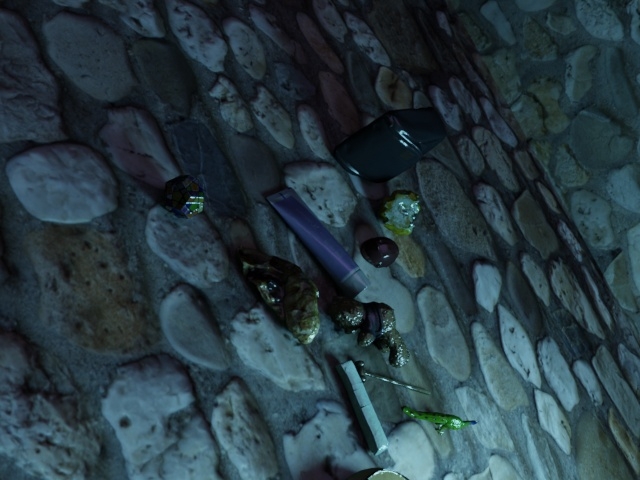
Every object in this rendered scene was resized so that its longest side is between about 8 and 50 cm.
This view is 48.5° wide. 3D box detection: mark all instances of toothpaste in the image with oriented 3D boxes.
[{"bbox_3d":[0.000,0.000,2.000,0.371,0.080,0.125,51,38,5],"label":"toothpaste"}]

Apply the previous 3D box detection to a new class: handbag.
[{"bbox_3d":[0.224,-0.296,2.282,0.275,0.302,0.177,-24,87,-49],"label":"handbag"}]

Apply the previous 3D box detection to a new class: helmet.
[{"bbox_3d":[0.190,0.030,2.172,0.123,0.070,0.098,9,56,-43],"label":"helmet"}]

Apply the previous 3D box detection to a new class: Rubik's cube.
[{"bbox_3d":[-0.330,-0.106,1.718,0.093,0.111,0.111,3,56,-14],"label":"Rubik's cube"}]

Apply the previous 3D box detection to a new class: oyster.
[{"bbox_3d":[-0.101,0.117,1.796,0.294,0.094,0.166,41,47,-6],"label":"oyster"}]

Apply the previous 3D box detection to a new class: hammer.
[{"bbox_3d":[0.204,0.391,1.948,0.292,0.029,0.058,24,48,-35],"label":"hammer"}]

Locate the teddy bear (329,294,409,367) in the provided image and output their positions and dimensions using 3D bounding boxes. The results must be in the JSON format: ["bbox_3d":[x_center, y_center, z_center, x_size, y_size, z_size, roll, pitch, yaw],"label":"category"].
[{"bbox_3d":[0.143,0.225,1.926,0.251,0.129,0.182,32,6,-19],"label":"teddy bear"}]

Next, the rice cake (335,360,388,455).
[{"bbox_3d":[0.106,0.423,1.805,0.045,0.042,0.245,-9,67,-37],"label":"rice cake"}]

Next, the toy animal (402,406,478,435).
[{"bbox_3d":[0.323,0.501,1.965,0.217,0.075,0.041,11,45,-5],"label":"toy animal"}]

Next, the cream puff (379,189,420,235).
[{"bbox_3d":[0.257,-0.091,2.308,0.121,0.156,0.156,10,39,14],"label":"cream puff"}]

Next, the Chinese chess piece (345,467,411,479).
[{"bbox_3d":[0.139,0.646,1.620,0.250,0.103,0.249,27,46,-31],"label":"Chinese chess piece"}]
